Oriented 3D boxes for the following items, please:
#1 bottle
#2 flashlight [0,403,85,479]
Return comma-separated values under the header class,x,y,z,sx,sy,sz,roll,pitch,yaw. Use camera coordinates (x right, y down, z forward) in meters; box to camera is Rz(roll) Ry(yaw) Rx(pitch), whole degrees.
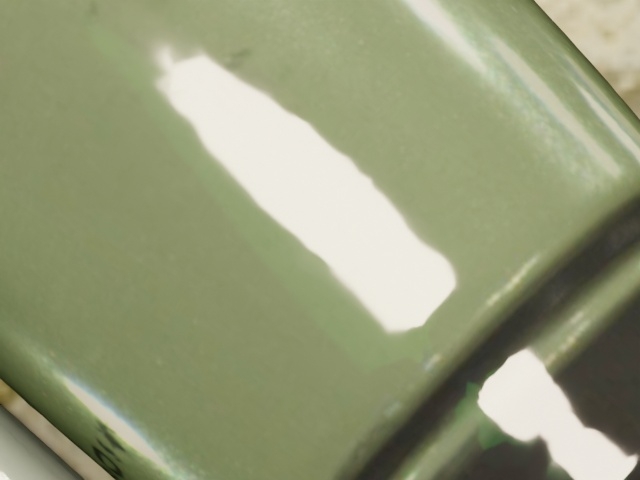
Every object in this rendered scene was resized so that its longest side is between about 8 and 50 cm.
class,x,y,z,sx,sy,sz,roll,pitch,yaw
bottle,0.001,0.001,0.466,0.347,0.168,0.168,44,92,16
flashlight,-0.136,0.043,0.553,0.200,0.047,0.093,43,92,13
